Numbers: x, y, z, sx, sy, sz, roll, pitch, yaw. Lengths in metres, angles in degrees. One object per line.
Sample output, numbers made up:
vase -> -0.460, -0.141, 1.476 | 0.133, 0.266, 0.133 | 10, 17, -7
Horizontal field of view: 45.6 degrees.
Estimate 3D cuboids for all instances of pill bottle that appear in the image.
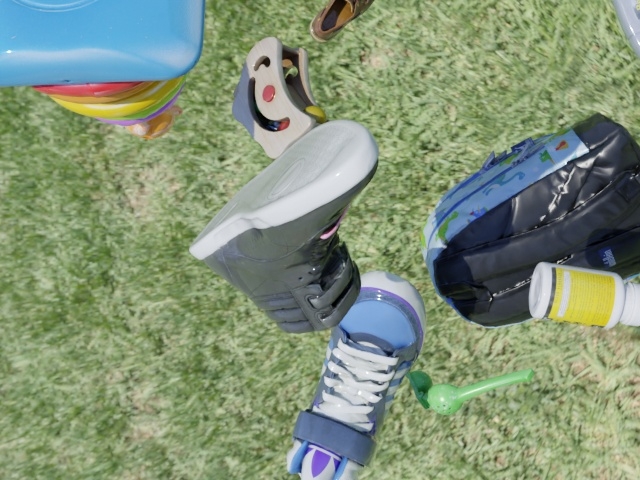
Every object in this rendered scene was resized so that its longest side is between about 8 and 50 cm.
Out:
pill bottle -> 0.296, 0.063, 0.842 | 0.116, 0.065, 0.065 | 8, 99, 3

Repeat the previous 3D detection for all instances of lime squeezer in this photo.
lime squeezer -> 0.185, 0.218, 1.221 | 0.310, 0.059, 0.110 | 6, 66, 54

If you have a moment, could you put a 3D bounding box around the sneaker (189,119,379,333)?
sneaker -> 0.000, 0.000, 0.669 | 0.147, 0.105, 0.295 | 42, 150, -13

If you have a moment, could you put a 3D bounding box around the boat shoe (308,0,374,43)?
boat shoe -> 0.053, -0.431, 1.379 | 0.064, 0.060, 0.178 | 44, 89, -12

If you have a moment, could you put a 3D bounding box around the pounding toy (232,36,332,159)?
pounding toy -> -0.045, -0.243, 1.303 | 0.269, 0.154, 0.154 | 50, 118, 36

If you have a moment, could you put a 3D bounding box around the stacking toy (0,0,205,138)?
stacking toy -> -0.161, -0.151, 0.612 | 0.175, 0.302, 0.166 | -3, 77, -1

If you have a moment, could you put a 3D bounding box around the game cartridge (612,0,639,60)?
game cartridge -> 0.546, -0.418, 1.166 | 0.196, 0.060, 0.294 | -14, 90, 18

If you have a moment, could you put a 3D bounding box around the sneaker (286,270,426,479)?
sneaker -> 0.043, 0.221, 1.024 | 0.130, 0.236, 0.323 | 20, 138, 5

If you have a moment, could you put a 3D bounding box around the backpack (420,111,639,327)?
backpack -> 0.336, -0.012, 1.218 | 0.355, 0.273, 0.290 | -38, 118, 5
